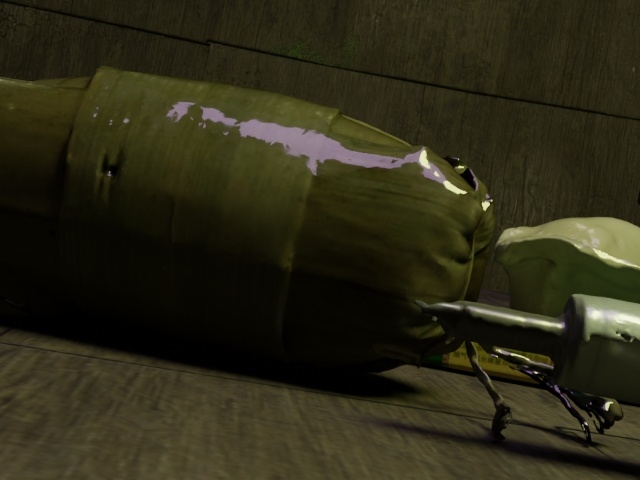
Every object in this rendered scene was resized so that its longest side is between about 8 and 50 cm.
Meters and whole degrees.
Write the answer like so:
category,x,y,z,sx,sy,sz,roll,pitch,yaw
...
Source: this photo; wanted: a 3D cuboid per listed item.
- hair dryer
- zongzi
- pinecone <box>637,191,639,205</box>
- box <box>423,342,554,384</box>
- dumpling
category,x,y,z,sx,sy,sz,roll,pitch,yaw
hair dryer,0.220,0.072,0.504,0.357,0.108,0.173,9,0,5
zongzi,0.000,0.000,0.767,0.447,0.181,0.418,13,2,13
pinecone,0.490,-0.039,1.010,0.384,0.385,0.384,10,1,0
box,0.153,0.090,0.853,0.235,0.034,0.132,9,1,8
dumpling,0.275,0.052,0.975,0.258,0.147,0.193,28,-9,-29
